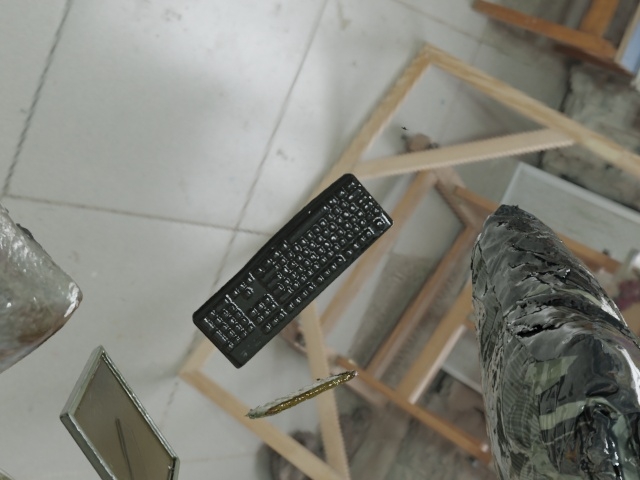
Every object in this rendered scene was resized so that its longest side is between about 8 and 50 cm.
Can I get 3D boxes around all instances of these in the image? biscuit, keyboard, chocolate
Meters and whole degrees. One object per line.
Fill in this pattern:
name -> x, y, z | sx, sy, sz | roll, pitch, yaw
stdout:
biscuit -> -0.031, 0.210, 1.393 | 0.144, 0.016, 0.203 | -22, 175, -16
keyboard -> 0.005, 0.000, 1.306 | 0.381, 0.041, 0.103 | -45, 106, -13
chocolate -> -0.388, 0.022, 0.994 | 0.185, 0.100, 0.303 | -32, 116, 13

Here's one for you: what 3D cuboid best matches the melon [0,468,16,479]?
melon -> -0.510, 0.453, 1.387 | 0.269, 0.268, 0.330 | -11, 126, -45

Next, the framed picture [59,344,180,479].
framed picture -> -0.282, 0.293, 1.496 | 0.020, 0.324, 0.240 | -31, 102, 2

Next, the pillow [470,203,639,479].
pillow -> 0.138, 0.080, 0.590 | 0.335, 0.093, 0.161 | -75, 156, -73
